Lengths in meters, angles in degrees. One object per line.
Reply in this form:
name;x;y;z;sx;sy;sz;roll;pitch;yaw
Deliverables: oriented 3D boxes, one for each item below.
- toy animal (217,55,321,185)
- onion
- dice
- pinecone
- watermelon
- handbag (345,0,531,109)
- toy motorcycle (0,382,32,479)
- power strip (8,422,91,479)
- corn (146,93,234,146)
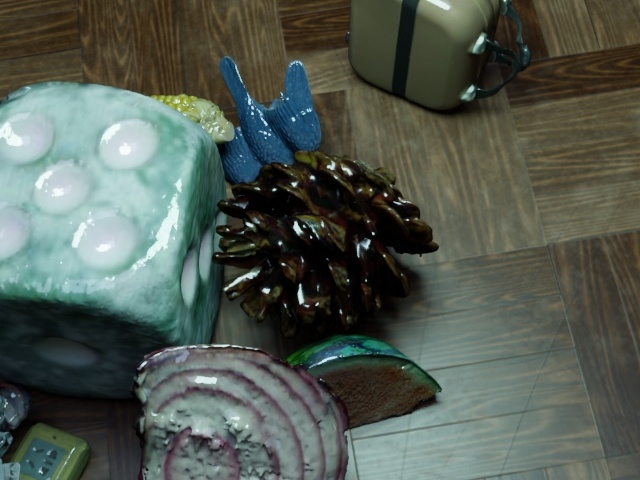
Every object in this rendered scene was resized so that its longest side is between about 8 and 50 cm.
toy animal;-0.077;-0.157;1.904;0.255;0.239;0.176;47;34;-17
onion;-0.109;0.276;1.655;0.280;0.146;0.314;2;99;-8
dice;-0.312;0.004;1.728;0.331;0.328;0.348;3;61;5
pinecone;0.000;0.006;1.725;0.296;0.298;0.242;-24;69;-8
watermelon;0.038;0.167;1.718;0.231;0.146;0.128;-15;61;-3
handbag;0.181;-0.319;1.899;0.283;0.302;0.149;26;67;10
toy motorcycle;-0.453;0.295;1.619;0.207;0.134;0.401;-3;48;-27
power strip;-0.428;0.418;1.657;0.092;0.066;0.387;18;64;16
corn;-0.297;-0.153;1.913;0.347;0.130;0.130;-3;60;18
